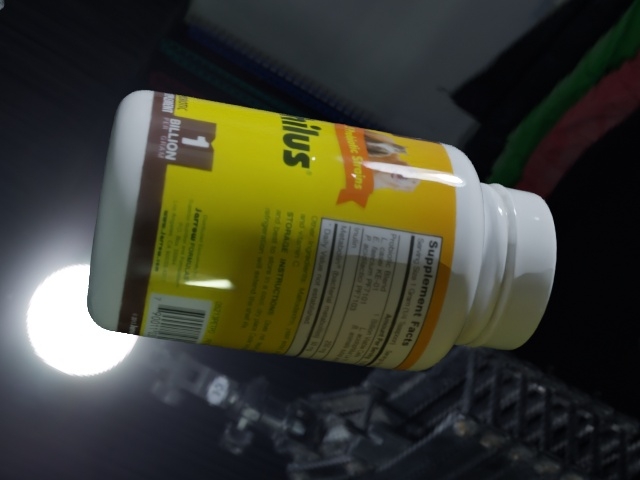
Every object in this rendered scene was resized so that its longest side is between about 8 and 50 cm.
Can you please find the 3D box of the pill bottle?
[{"bbox_3d":[0.000,0.000,0.468,0.117,0.215,0.117,-171,-90,-78],"label":"pill bottle"}]

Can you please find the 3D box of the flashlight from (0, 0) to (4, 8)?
[{"bbox_3d":[-0.277,-0.310,0.641,0.103,0.304,0.103,-3,-146,44],"label":"flashlight"}]
